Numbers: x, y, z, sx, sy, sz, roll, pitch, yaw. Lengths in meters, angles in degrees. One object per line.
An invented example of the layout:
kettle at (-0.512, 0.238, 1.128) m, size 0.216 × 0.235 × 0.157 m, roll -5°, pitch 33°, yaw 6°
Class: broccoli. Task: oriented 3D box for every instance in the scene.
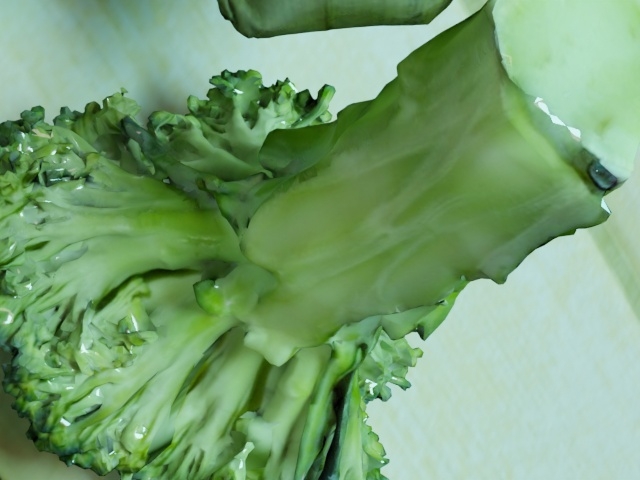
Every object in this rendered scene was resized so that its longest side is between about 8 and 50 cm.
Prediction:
broccoli at (-0.009, -0.020, 0.754) m, size 0.221 × 0.361 × 0.252 m, roll -21°, pitch 63°, yaw -39°

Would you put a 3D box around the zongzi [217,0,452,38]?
zongzi at (0.015, -0.319, 0.843) m, size 0.360 × 0.159 × 0.323 m, roll -79°, pitch 172°, yaw -54°
